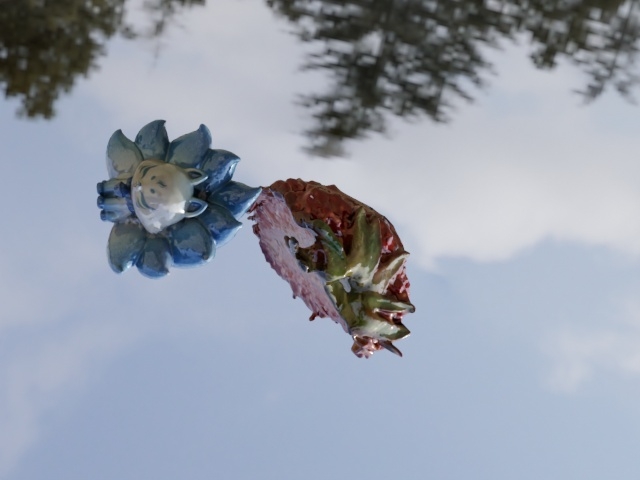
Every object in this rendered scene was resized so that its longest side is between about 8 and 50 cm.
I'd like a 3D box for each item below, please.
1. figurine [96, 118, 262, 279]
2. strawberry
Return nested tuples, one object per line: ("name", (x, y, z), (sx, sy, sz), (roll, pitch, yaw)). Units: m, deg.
("figurine", (-0.092, -0.027, 0.897), (0.114, 0.114, 0.079), (21, 162, 19))
("strawberry", (0.005, -0.003, 1.082), (0.087, 0.167, 0.208), (-34, -150, -8))
